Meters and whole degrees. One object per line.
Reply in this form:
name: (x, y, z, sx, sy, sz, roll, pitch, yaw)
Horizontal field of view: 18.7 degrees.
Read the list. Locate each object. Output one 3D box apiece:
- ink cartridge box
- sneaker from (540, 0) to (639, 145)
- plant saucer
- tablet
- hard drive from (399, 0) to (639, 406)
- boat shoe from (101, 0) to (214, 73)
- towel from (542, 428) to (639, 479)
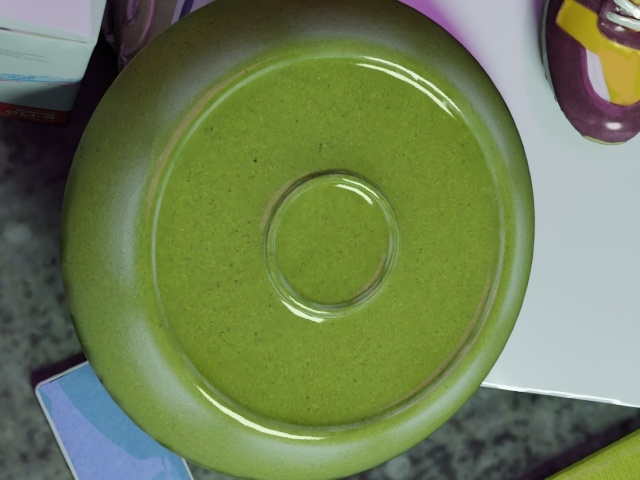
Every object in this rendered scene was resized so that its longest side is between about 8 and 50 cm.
ink cartridge box: (-0.161, -0.141, 0.904, 0.127, 0.176, 0.128, 11, 80, -10)
sneaker: (0.155, -0.139, 0.936, 0.069, 0.084, 0.186, 9, 88, -11)
plant saucer: (0.000, 0.000, 0.905, 0.241, 0.037, 0.241, -3, 98, -20)
tablet: (-0.102, 0.099, 0.969, 0.054, 0.006, 0.083, -25, 88, -14)
hard drive: (0.115, -0.099, 0.996, 0.233, 0.047, 0.353, 8, 88, -11)
boat shoe: (-0.060, -0.119, 0.973, 0.094, 0.109, 0.302, 10, 80, 21)
towel: (0.105, 0.183, 0.991, 0.237, 0.021, 0.102, -25, 88, -14)
